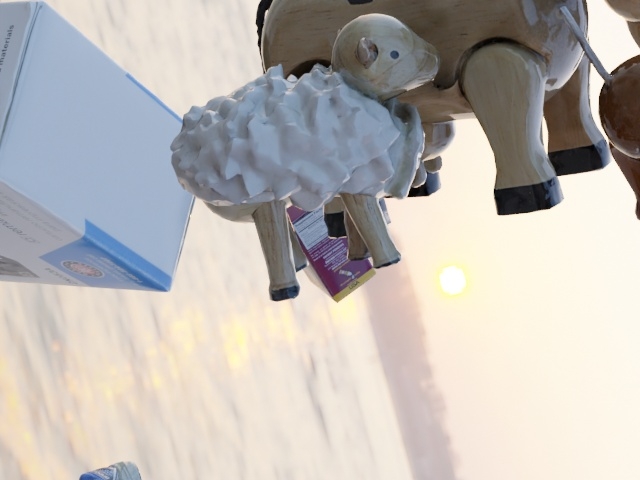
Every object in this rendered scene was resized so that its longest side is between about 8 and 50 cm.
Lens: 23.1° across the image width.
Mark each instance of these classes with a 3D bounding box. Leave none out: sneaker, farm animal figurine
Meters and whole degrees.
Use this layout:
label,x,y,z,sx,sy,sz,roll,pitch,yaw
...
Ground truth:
label,x,y,z,sx,sy,sz,roll,pitch,yaw
sneaker,-0.176,0.250,1.352,0.135,0.058,0.052,60,-41,44
farm animal figurine,0.112,-0.115,0.762,0.330,0.327,0.172,-50,127,-70

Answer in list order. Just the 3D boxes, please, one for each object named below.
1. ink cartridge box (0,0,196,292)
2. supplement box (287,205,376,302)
label,x,y,z,sx,sy,sz,roll,pitch,yaw
ink cartridge box,-0.274,-0.062,1.131,0.223,0.307,0.129,39,59,-56
supplement box,0.000,0.000,1.243,0.083,0.043,0.055,59,-10,-28
